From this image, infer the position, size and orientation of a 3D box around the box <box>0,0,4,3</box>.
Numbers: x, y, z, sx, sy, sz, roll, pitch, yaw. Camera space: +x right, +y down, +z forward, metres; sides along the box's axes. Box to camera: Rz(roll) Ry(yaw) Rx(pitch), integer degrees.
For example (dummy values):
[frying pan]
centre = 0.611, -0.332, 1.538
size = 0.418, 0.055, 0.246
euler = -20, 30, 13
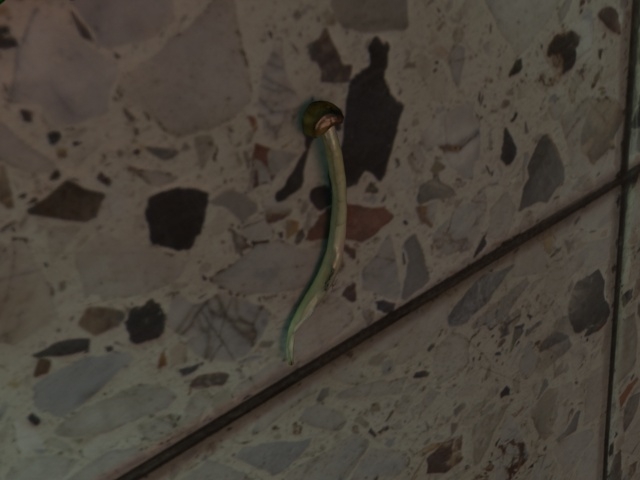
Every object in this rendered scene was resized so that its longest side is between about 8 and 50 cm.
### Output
[box]
centre = -0.285, -0.210, 0.361
size = 0.180, 0.103, 0.250
euler = -27, 136, 12

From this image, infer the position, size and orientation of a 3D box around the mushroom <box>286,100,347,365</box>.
[mushroom]
centre = -0.001, -0.002, 0.750
size = 0.068, 0.043, 0.307
euler = -3, 116, -15
